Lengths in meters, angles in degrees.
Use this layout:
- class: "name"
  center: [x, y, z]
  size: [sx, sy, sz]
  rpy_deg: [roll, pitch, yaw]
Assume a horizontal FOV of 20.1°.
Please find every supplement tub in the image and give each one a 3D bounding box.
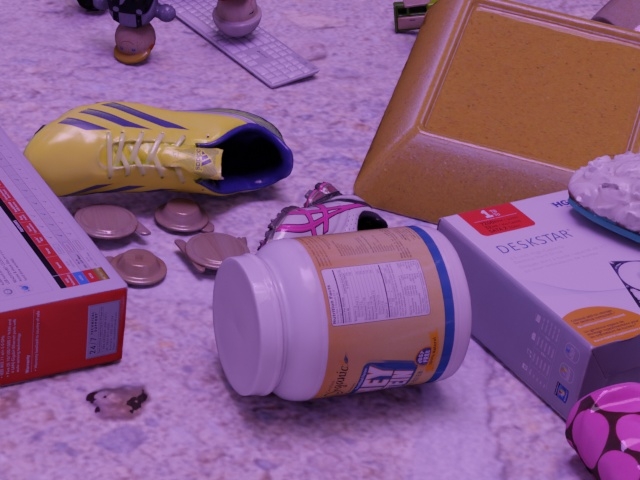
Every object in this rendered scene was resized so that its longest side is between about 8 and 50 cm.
- class: "supplement tub"
  center: [0.018, 0.065, 1.597]
  size: [0.199, 0.144, 0.144]
  rpy_deg: [-6, 35, -22]

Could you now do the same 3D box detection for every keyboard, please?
- class: "keyboard"
  center: [-0.105, -0.252, 2.199]
  size: [0.072, 0.014, 0.256]
  rpy_deg: [-16, 39, -35]

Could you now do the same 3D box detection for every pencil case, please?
- class: "pencil case"
  center: [0.291, 0.202, 1.499]
  size: [0.098, 0.095, 0.209]
  rpy_deg: [-34, 43, -1]

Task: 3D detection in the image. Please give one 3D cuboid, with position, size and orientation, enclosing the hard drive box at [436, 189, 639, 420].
- class: "hard drive box"
  center: [0.241, 0.057, 1.721]
  size: [0.181, 0.089, 0.232]
  rpy_deg: [-13, 38, -33]

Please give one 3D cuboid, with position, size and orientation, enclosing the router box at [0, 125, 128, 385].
- class: "router box"
  center: [-0.381, 0.013, 1.639]
  size: [0.301, 0.082, 0.335]
  rpy_deg: [-11, 37, -28]

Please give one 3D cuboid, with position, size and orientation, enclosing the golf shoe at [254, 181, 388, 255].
- class: "golf shoe"
  center: [0.000, 0.000, 1.770]
  size: [0.086, 0.067, 0.186]
  rpy_deg: [23, 34, 19]

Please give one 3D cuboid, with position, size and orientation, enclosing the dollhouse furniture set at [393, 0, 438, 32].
- class: "dollhouse furniture set"
  center: [0.125, -0.254, 2.214]
  size: [0.058, 0.076, 0.152]
  rpy_deg: [-6, 31, 0]

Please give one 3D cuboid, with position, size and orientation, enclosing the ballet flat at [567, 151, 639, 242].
- class: "ballet flat"
  center: [0.449, -0.023, 1.739]
  size: [0.409, 0.147, 0.147]
  rpy_deg: [22, 33, 7]

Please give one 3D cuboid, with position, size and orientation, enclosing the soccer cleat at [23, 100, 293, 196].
- class: "soccer cleat"
  center: [-0.159, -0.088, 1.824]
  size: [0.289, 0.093, 0.121]
  rpy_deg: [-6, 21, -34]

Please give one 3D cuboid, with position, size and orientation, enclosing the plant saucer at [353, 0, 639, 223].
- class: "plant saucer"
  center: [0.238, -0.143, 1.954]
  size: [0.332, 0.081, 0.333]
  rpy_deg: [15, 50, 10]

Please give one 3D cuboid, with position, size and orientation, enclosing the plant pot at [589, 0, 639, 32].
- class: "plant pot"
  center: [0.468, -0.259, 2.168]
  size: [0.274, 0.256, 0.256]
  rpy_deg: [-22, 40, -15]

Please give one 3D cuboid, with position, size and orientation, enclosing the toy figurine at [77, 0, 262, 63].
- class: "toy figurine"
  center: [-0.191, -0.320, 2.165]
  size: [0.209, 0.148, 0.213]
  rpy_deg: [-22, 44, -23]

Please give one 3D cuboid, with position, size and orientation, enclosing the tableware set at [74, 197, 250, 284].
- class: "tableware set"
  center: [-0.157, -0.001, 1.778]
  size: [0.168, 0.020, 0.141]
  rpy_deg: [-8, 36, -25]
